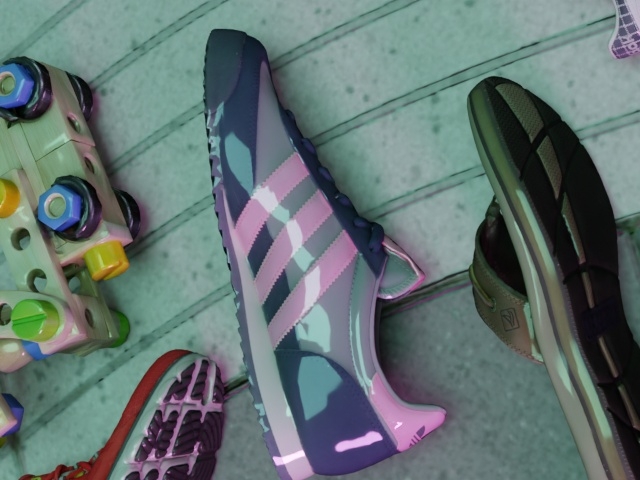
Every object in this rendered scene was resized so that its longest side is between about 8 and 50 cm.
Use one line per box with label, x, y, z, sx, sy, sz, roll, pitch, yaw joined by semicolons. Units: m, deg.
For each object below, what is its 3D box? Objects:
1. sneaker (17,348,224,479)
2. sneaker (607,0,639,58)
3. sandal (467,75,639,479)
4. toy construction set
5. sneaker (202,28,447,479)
sneaker;-0.171;0.191;1.062;0.118;0.107;0.279;32;97;29
sneaker;0.169;-0.233;0.960;0.095;0.090;0.235;-38;73;25
sandal;0.141;0.039;0.941;0.086;0.120;0.303;-19;80;34
toy construction set;-0.257;-0.017;1.089;0.215;0.151;0.328;-29;88;18
sneaker;0.000;0.000;1.014;0.131;0.112;0.319;-12;85;4
